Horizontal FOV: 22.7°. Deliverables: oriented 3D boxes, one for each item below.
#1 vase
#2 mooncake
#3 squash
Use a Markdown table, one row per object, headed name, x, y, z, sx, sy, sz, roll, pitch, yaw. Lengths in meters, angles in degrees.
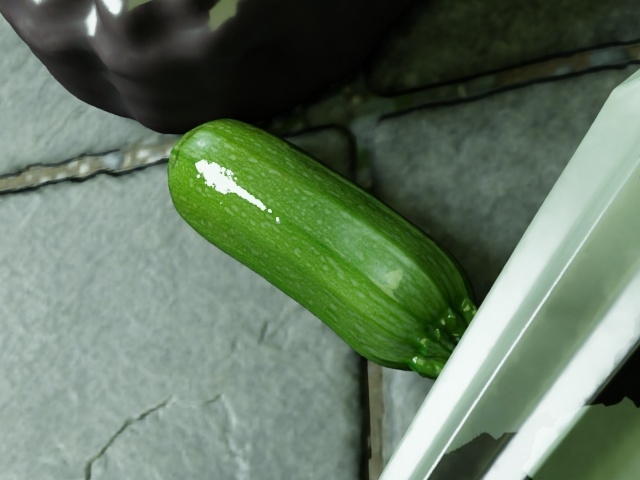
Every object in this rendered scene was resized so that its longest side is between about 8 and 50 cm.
| name | x | y | z | sx | sy | sz | roll | pitch | yaw |
| --- | --- | --- | --- | --- | --- | --- | --- | --- | --- |
| vase | 0.107 | 0.087 | 0.701 | 0.165 | 0.165 | 0.360 | 41 | 93 | 30 |
| mooncake | -0.069 | -0.204 | 0.895 | 0.283 | 0.141 | 0.283 | -10 | 64 | 22 |
| squash | 0.000 | 0.000 | 0.820 | 0.219 | 0.077 | 0.068 | 37 | 46 | 29 |
